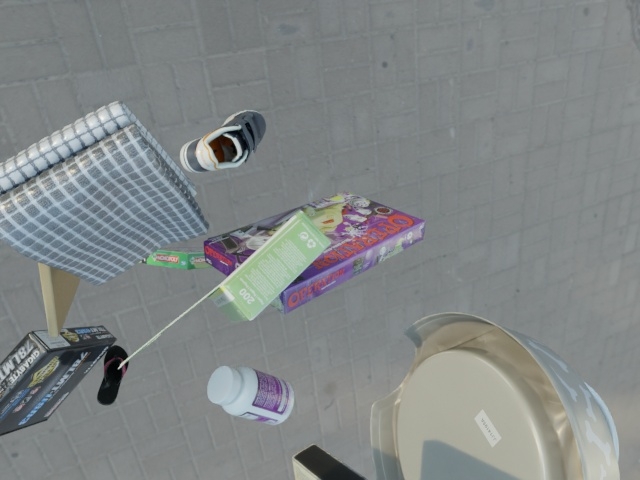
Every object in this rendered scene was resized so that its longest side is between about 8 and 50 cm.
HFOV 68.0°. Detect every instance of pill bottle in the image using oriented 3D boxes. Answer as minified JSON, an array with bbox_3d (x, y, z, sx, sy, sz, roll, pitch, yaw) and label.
[{"bbox_3d":[-0.247,0.543,1.681,0.169,0.169,0.301,-51,132,3],"label":"pill bottle"}]

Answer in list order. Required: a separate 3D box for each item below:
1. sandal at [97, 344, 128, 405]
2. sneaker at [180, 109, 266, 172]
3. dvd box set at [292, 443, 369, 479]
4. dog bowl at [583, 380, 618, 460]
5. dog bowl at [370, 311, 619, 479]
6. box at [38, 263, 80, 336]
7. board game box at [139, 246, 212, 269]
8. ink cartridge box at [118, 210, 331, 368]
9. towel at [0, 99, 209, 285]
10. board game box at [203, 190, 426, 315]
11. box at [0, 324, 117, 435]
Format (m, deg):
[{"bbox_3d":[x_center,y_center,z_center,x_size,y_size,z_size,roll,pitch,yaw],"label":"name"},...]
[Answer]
[{"bbox_3d":[-0.573,0.367,1.317,0.067,0.179,0.040,14,130,-21],"label":"sandal"},{"bbox_3d":[-0.238,-0.282,1.348,0.321,0.127,0.126,-46,125,-40],"label":"sneaker"},{"bbox_3d":[0.087,0.614,0.835,0.062,0.307,0.421,-17,105,-36],"label":"dvd box set"},{"bbox_3d":[0.394,0.365,0.880,0.264,0.104,0.265,1,82,-4],"label":"dog bowl"},{"bbox_3d":[0.206,0.269,0.615,0.102,0.349,0.349,7,108,-30],"label":"dog bowl"},{"bbox_3d":[-0.472,0.046,0.862,0.021,0.164,0.201,5,124,-15],"label":"box"},{"bbox_3d":[-0.334,0.047,1.394,0.317,0.213,0.046,-1,94,-55],"label":"board game box"},{"bbox_3d":[-0.108,0.073,0.542,0.235,0.171,0.056,-44,94,-20],"label":"ink cartridge box"},{"bbox_3d":[-0.321,-0.049,0.728,0.235,0.121,0.284,-34,157,-6],"label":"towel"},{"bbox_3d":[0.000,0.000,0.831,0.346,0.208,0.056,-24,131,-40],"label":"board game box"},{"bbox_3d":[-0.687,0.342,1.159,0.073,0.293,0.295,41,87,11],"label":"box"}]
